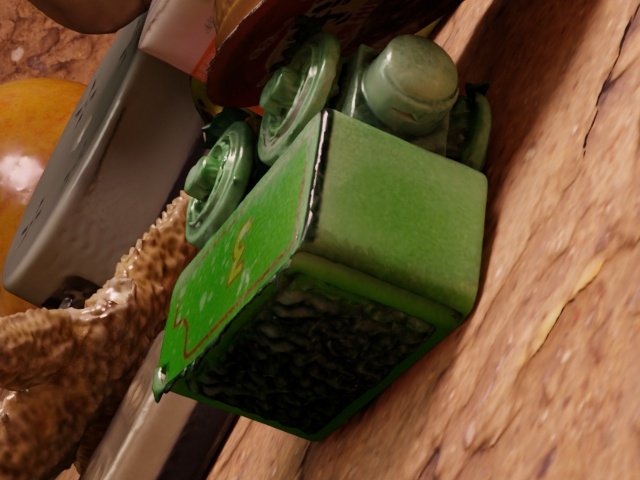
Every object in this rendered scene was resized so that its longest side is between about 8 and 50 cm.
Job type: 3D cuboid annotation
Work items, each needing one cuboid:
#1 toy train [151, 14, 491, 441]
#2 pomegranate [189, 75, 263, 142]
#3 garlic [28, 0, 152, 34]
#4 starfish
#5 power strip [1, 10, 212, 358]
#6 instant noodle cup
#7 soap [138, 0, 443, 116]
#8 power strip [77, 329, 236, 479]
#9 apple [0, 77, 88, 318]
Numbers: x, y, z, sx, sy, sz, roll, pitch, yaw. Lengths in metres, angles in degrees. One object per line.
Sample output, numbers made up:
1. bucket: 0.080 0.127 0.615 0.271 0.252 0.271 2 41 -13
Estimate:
1. toy train: 0.000 0.000 0.980 0.243 0.132 0.188 -45 28 51
2. pomegranate: -0.060 -0.119 1.476 0.122 0.122 0.161 -47 11 50
3. garlic: -0.190 -0.323 1.425 0.231 0.340 0.246 -32 26 9
4. starfish: -0.172 0.119 1.364 0.432 0.082 0.324 -38 -30 -58
5. power strip: -0.164 -0.057 1.675 0.357 0.161 0.357 -56 15 23
6. instant noodle cup: 0.028 -0.189 1.031 0.274 0.091 0.274 -30 -9 -5
7. soap: -0.008 -0.198 1.304 0.199 0.182 0.138 -52 18 37
8. power strip: -0.141 0.189 1.255 0.257 0.070 0.105 -63 12 -1
9. apple: -0.315 -0.032 1.960 0.275 0.299 0.299 -46 -2 -44
